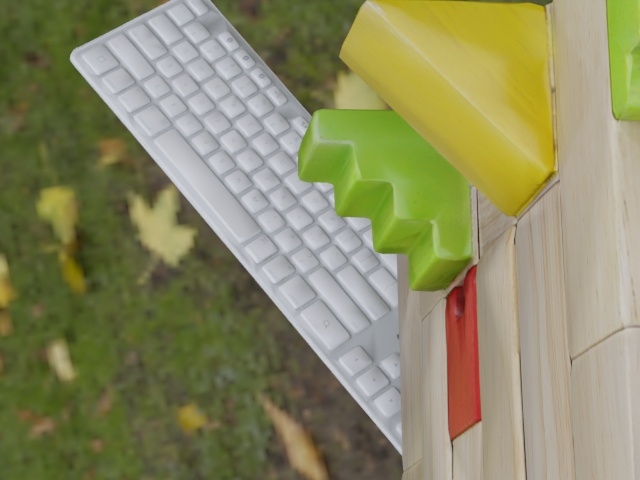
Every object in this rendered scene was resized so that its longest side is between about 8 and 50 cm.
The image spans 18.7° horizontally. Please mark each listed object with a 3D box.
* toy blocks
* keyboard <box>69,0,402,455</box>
[{"bbox_3d":[0.095,0.086,0.570,0.381,0.191,0.261,120,150,-75],"label":"toy blocks"},{"bbox_3d":[0.000,0.000,0.801,0.256,0.072,0.014,49,143,15],"label":"keyboard"}]
